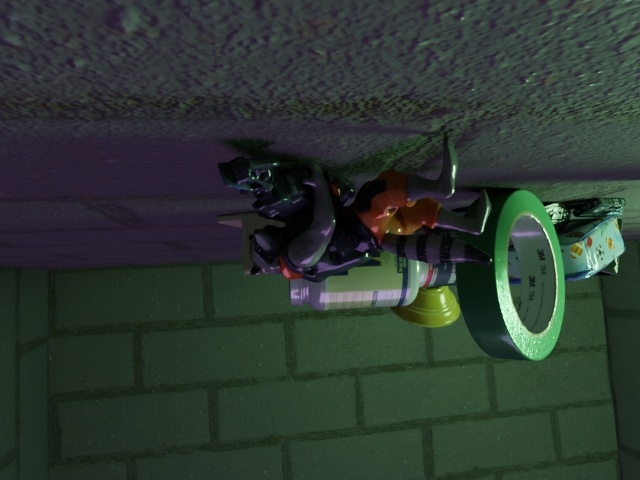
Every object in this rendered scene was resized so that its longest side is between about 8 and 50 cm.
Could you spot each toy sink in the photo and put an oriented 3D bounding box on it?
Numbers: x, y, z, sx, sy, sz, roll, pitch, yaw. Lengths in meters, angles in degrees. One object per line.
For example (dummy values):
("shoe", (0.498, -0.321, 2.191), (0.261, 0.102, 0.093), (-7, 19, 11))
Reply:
("toy sink", (-0.094, 0.007, 1.017), (0.234, 0.131, 0.153), (-4, 175, 17))

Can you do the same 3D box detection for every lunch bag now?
("lunch bag", (0.616, 0.028, 1.175), (0.303, 0.115, 0.243), (-16, 180, -36))

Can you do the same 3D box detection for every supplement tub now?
("supplement tub", (0.077, 0.064, 1.198), (0.324, 0.236, 0.235), (-3, 175, -5))
("supplement tub", (0.381, 0.036, 1.316), (0.272, 0.191, 0.191), (-3, 175, -7))

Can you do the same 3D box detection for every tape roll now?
("tape roll", (0.377, 0.066, 0.879), (0.321, 0.322, 0.077), (1, 172, -43))

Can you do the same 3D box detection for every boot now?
("boot", (0.507, -0.062, 1.093), (0.219, 0.082, 0.106), (-5, -161, -34))

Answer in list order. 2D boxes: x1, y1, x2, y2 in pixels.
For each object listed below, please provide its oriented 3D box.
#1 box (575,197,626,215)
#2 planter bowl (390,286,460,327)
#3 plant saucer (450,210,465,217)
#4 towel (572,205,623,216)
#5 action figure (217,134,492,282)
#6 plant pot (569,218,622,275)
("box", (0.661, -0.079, 1.069), (0.083, 0.018, 0.067), (-1, 162, -18))
("planter bowl", (0.321, 0.161, 1.381), (0.217, 0.090, 0.217), (2, -151, -1))
("plant saucer", (0.372, -0.043, 1.105), (0.119, 0.021, 0.119), (19, -174, -2))
("towel", (0.711, -0.076, 1.163), (0.119, 0.029, 0.067), (-1, 175, -28))
("action figure", (0.028, -0.018, 0.588), (0.330, 0.179, 0.341), (-16, 172, 28))
("plant pot", (0.881, 0.016, 1.552), (0.166, 0.188, 0.187), (9, 175, -3))
